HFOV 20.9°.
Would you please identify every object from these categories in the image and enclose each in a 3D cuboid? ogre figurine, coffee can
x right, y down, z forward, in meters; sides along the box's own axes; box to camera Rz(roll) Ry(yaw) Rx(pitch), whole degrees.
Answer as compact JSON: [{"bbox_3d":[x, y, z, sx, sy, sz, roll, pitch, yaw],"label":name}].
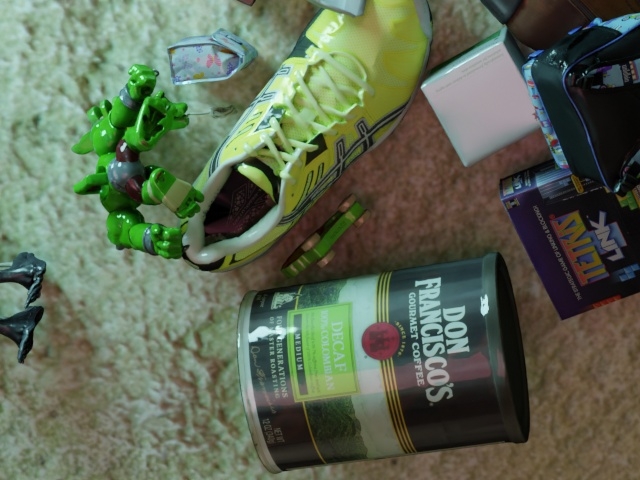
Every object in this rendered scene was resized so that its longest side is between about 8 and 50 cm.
[{"bbox_3d":[-0.192,-0.072,1.794,0.118,0.097,0.197,-20,97,50],"label":"ogre figurine"},{"bbox_3d":[0.070,0.132,1.842,0.275,0.201,0.202,-9,107,12],"label":"coffee can"}]

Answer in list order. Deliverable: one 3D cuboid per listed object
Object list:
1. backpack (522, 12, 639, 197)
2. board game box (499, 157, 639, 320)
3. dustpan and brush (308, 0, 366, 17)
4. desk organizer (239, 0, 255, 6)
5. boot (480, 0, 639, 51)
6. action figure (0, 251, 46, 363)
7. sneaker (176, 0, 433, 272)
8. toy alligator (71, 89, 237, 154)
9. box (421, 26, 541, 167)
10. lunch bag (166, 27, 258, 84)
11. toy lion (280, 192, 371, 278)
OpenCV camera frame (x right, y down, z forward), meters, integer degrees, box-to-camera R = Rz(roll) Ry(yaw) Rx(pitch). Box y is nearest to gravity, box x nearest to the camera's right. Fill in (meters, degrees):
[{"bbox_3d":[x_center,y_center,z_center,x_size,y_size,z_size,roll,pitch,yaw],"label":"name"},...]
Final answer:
[{"bbox_3d":[0.306,-0.151,1.694,0.173,0.117,0.158,-33,114,-13],"label":"backpack"},{"bbox_3d":[0.284,-0.013,1.822,0.141,0.048,0.170,-23,119,14],"label":"board game box"},{"bbox_3d":[-0.044,-0.318,1.730,0.211,0.060,0.147,13,75,0],"label":"dustpan and brush"},{"bbox_3d":[-0.067,-0.313,1.798,0.050,0.047,0.130,24,110,-2],"label":"desk organizer"},{"bbox_3d":[0.335,-0.243,1.735,0.280,0.096,0.264,41,109,-7],"label":"boot"},{"bbox_3d":[-0.447,0.042,1.925,0.275,0.141,0.164,14,111,0],"label":"action figure"},{"bbox_3d":[-0.012,-0.108,1.805,0.145,0.147,0.385,34,108,-2],"label":"sneaker"},{"bbox_3d":[-0.185,-0.138,1.868,0.189,0.056,0.051,-14,106,13],"label":"toy alligator"},{"bbox_3d":[0.172,-0.148,1.794,0.101,0.087,0.102,-28,102,16],"label":"box"},{"bbox_3d":[-0.112,-0.194,1.831,0.083,0.071,0.053,-2,104,12],"label":"lunch bag"},{"bbox_3d":[0.000,0.000,1.877,0.034,0.096,0.100,46,68,-8],"label":"toy lion"}]
